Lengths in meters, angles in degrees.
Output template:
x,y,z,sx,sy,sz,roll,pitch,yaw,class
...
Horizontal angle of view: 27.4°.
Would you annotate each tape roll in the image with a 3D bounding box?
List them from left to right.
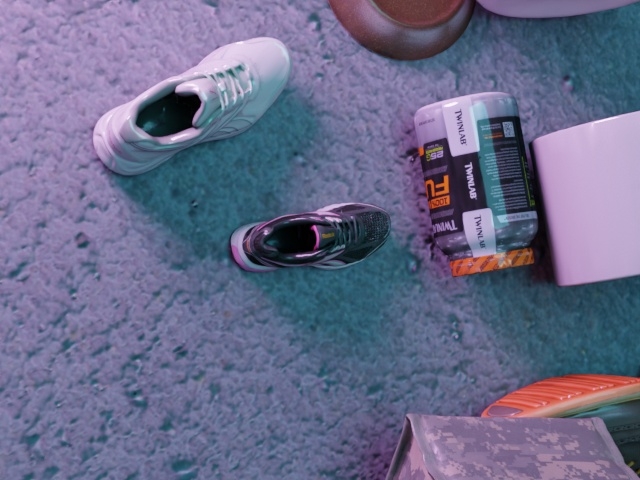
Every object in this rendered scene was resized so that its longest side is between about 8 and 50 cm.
x,y,z,sx,sy,sz,roll,pitch,yaw,class
0.365,-0.051,1.454,0.246,0.246,0.169,-9,87,-23,tape roll

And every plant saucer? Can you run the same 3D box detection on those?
x,y,z,sx,sy,sz,roll,pitch,yaw,class
0.098,-0.304,1.485,0.198,0.036,0.199,3,83,-21,plant saucer

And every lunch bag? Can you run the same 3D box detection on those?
x,y,z,sx,sy,sz,roll,pitch,yaw,class
0.178,0.331,1.363,0.235,0.169,0.287,3,120,-19,lunch bag

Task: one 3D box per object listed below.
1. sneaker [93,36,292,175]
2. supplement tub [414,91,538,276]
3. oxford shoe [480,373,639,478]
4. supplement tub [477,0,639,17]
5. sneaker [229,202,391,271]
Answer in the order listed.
x,y,z,sx,sy,sz,roll,pitch,yaw,class
-0.113,-0.140,1.334,0.232,0.115,0.090,-35,98,-22,sneaker
0.173,-0.060,1.445,0.117,0.117,0.190,-8,86,-23,supplement tub
0.348,0.215,1.484,0.363,0.130,0.133,-4,92,-23,oxford shoe
0.271,-0.435,1.461,0.241,0.241,0.331,-3,85,-23,supplement tub
0.000,0.000,1.387,0.178,0.077,0.072,-15,91,-24,sneaker
